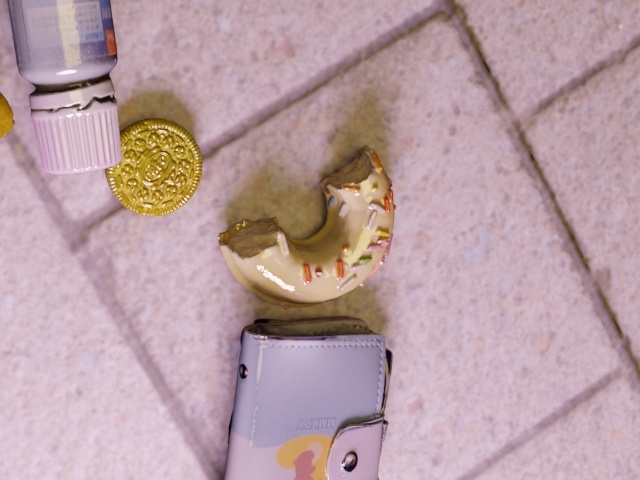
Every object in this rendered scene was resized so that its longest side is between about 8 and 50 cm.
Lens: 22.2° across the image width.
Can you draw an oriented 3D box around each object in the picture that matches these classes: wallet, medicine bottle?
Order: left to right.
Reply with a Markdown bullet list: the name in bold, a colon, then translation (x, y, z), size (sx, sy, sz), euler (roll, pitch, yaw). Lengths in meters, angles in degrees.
- **medicine bottle**: translation (-0.206, -0.157, 1.317), size (0.083, 0.083, 0.203), euler (-8, 99, -18)
- **wallet**: translation (-0.019, 0.183, 1.432), size (0.170, 0.069, 0.231), euler (3, 99, -37)

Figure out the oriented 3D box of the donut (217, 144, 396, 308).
- **donut**: translation (0.004, 0.002, 1.419), size (0.166, 0.065, 0.108), euler (-33, 106, -13)

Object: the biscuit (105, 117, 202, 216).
- **biscuit**: translation (-0.141, -0.062, 1.382), size (0.084, 0.023, 0.084), euler (-2, 98, -17)

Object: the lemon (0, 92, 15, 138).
- **lemon**: translation (-0.290, -0.103, 1.304), size (0.092, 0.065, 0.065), euler (12, 93, -11)
